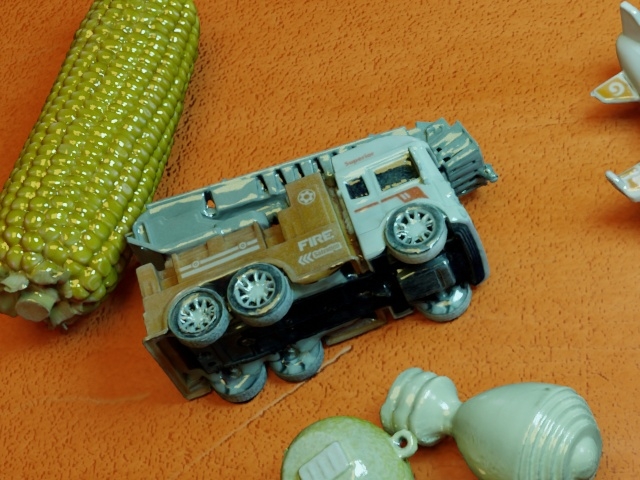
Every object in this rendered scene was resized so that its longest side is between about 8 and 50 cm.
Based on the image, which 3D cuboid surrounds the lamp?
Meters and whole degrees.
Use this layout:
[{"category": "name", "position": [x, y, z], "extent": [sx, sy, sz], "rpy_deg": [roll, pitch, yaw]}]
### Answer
[{"category": "lamp", "position": [0.144, 0.157, 1.405], "extent": [0.193, 0.106, 0.106], "rpy_deg": [17, 66, 35]}]

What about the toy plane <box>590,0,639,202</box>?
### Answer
[{"category": "toy plane", "position": [0.352, -0.117, 1.491], "extent": [0.245, 0.117, 0.244], "rpy_deg": [-8, 57, 12]}]

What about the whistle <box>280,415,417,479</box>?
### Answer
[{"category": "whistle", "position": [-0.002, 0.229, 1.415], "extent": [0.223, 0.123, 0.123], "rpy_deg": [-40, 54, 17]}]

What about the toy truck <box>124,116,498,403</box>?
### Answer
[{"category": "toy truck", "position": [0.000, 0.000, 1.517], "extent": [0.338, 0.133, 0.184], "rpy_deg": [-22, 56, 4]}]

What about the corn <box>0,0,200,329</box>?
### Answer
[{"category": "corn", "position": [-0.211, -0.093, 1.638], "extent": [0.144, 0.144, 0.387], "rpy_deg": [9, 60, 21]}]
